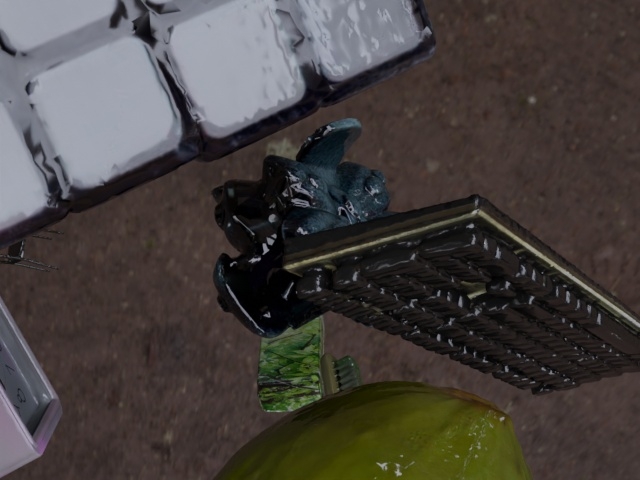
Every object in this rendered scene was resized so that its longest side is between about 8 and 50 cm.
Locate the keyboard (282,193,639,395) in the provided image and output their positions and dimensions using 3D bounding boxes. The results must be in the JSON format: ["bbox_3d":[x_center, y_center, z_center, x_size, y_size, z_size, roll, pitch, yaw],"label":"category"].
[{"bbox_3d":[0.095,0.041,0.660,0.106,0.317,0.027,-14,69,26],"label":"keyboard"}]

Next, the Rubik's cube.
[{"bbox_3d":[-0.184,-0.212,0.816,0.337,0.344,0.343,-28,108,-16],"label":"Rubik's cube"}]

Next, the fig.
[{"bbox_3d":[0.048,0.280,1.136,0.343,0.343,0.343,5,58,-8],"label":"fig"}]

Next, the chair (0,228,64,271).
[{"bbox_3d":[-0.275,0.004,1.140,0.086,0.037,0.042,7,76,-33],"label":"chair"}]

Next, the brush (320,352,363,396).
[{"bbox_3d":[0.047,0.261,1.539,0.048,0.054,0.282,-22,53,15],"label":"brush"}]

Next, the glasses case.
[{"bbox_3d":[-0.041,0.146,1.944,0.095,0.062,0.272,-6,36,6],"label":"glasses case"}]

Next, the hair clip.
[{"bbox_3d":[-0.004,-0.005,1.420,0.310,0.194,0.206,2,63,-61],"label":"hair clip"}]

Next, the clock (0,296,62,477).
[{"bbox_3d":[-0.331,0.118,1.239,0.063,0.150,0.197,-26,100,3],"label":"clock"}]
